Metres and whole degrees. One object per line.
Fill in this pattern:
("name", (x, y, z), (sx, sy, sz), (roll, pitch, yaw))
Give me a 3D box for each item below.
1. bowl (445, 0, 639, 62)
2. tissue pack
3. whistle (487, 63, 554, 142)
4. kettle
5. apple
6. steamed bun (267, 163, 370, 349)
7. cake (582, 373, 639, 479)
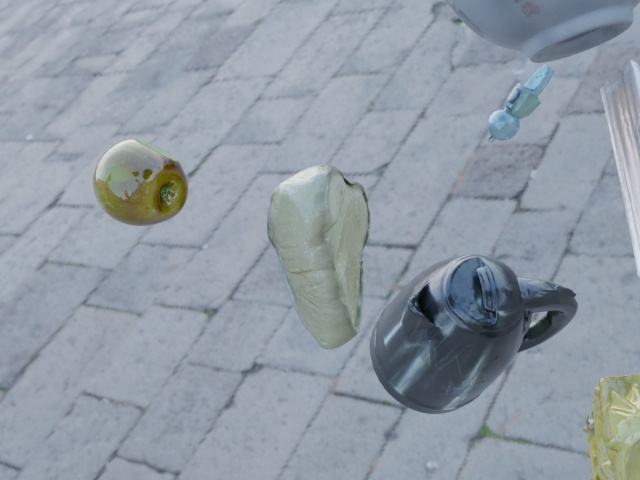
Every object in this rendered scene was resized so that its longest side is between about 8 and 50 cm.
("bowl", (0.329, -0.341, 1.203), (0.345, 0.157, 0.345), (-16, -4, -1))
("tissue pack", (0.428, -0.060, 1.056), (0.071, 0.170, 0.325), (-44, 29, 40))
("whistle", (0.213, -0.145, 0.946), (0.100, 0.035, 0.035), (-52, 33, 11))
("kettle", (0.272, 0.142, 1.501), (0.320, 0.324, 0.228), (1, 64, -12))
("apple", (-0.214, -0.065, 1.064), (0.102, 0.114, 0.099), (29, 93, 38))
("steamed bun", (-0.008, -0.010, 1.128), (0.110, 0.212, 0.231), (-5, 46, 15))
("cake", (0.430, 0.267, 1.010), (0.227, 0.286, 0.222), (-7, 63, 6))
